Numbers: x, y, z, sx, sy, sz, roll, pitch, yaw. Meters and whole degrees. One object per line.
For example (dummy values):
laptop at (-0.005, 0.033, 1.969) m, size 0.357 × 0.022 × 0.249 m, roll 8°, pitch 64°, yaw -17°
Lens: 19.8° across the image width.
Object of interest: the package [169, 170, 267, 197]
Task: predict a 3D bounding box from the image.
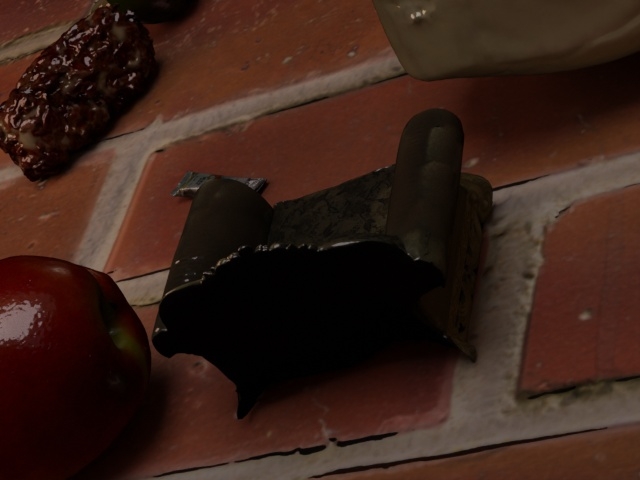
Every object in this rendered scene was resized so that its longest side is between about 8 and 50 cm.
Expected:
package at (-0.100, -0.051, 1.772) m, size 0.110 × 0.015 × 0.037 m, roll 7°, pitch 47°, yaw 44°

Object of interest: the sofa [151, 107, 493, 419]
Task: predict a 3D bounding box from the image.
sofa at (0.000, 0.000, 1.475) m, size 0.258 × 0.182 × 0.200 m, roll -16°, pitch 38°, yaw 27°

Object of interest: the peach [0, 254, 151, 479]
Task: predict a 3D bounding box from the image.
peach at (-0.264, 0.118, 1.566) m, size 0.226 × 0.196 × 0.190 m, roll -29°, pitch -1°, yaw 14°

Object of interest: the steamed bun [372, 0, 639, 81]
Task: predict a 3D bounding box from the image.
steamed bun at (0.233, -0.356, 1.543) m, size 0.456 × 0.371 × 0.290 m, roll -18°, pitch 22°, yaw 15°

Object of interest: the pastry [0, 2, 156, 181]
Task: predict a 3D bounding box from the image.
pastry at (-0.272, -0.164, 1.992) m, size 0.208 × 0.097 × 0.115 m, roll -48°, pitch 26°, yaw -15°

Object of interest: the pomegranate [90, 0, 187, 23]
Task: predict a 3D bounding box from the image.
pomegranate at (-0.210, -0.289, 2.085) m, size 0.142 × 0.114 × 0.114 m, roll -43°, pitch 26°, yaw 34°
